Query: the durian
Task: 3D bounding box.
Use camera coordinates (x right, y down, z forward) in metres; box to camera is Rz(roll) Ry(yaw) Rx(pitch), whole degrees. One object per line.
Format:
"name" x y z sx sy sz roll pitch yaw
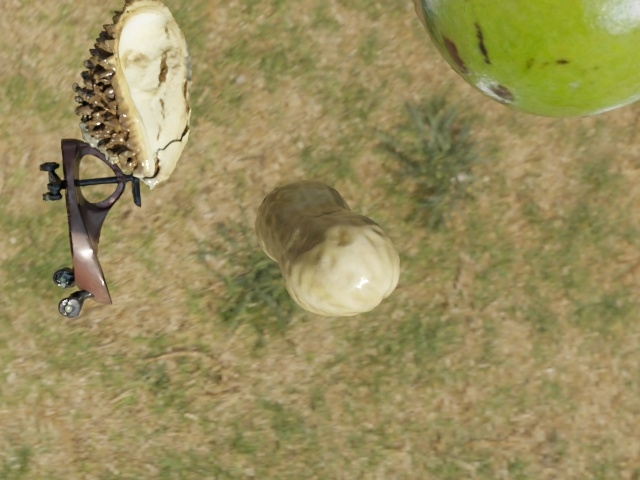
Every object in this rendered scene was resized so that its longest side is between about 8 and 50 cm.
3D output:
"durian" -0.118 -0.093 0.781 0.066 0.052 0.130 13 66 -34

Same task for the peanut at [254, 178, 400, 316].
"peanut" 0.000 0.000 0.409 0.037 0.083 0.037 -5 113 -13

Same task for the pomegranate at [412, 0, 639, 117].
"pomegranate" 0.148 -0.134 0.585 0.210 0.179 0.179 19 71 -12

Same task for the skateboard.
"skateboard" -0.188 -0.015 1.054 0.080 0.067 0.151 -7 116 -13
